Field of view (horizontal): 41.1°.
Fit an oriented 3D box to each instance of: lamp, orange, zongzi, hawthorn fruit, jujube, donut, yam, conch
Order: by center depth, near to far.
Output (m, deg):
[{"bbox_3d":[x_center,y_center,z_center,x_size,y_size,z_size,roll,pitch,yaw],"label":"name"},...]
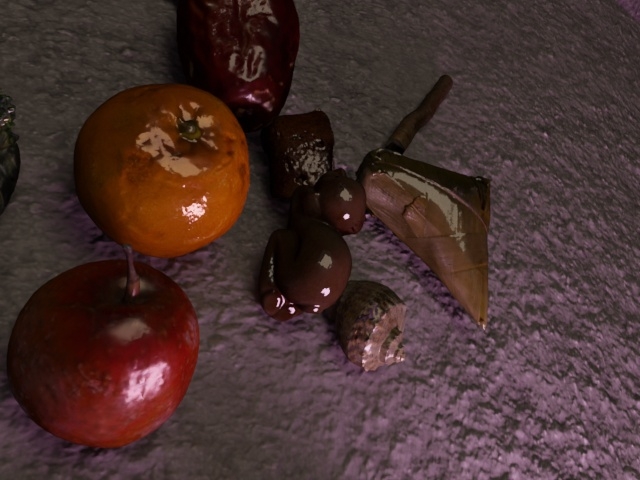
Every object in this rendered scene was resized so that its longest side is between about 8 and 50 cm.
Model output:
[{"bbox_3d":[-0.252,0.137,1.076,0.235,0.263,0.231,-13,86,-69],"label":"hawthorn fruit"},{"bbox_3d":[-0.476,-0.068,1.165,0.101,0.101,0.250,29,35,-13],"label":"lamp"},{"bbox_3d":[-0.233,-0.103,1.261,0.261,0.261,0.261,18,49,-22],"label":"orange"},{"bbox_3d":[0.073,0.128,1.411,0.207,0.130,0.155,41,5,30],"label":"conch"},{"bbox_3d":[-0.035,-0.156,1.513,0.126,0.144,0.187,-4,85,-13],"label":"donut"},{"bbox_3d":[-0.146,-0.348,1.526,0.223,0.223,0.318,12,56,-27],"label":"jujube"},{"bbox_3d":[0.186,-0.005,1.547,0.273,0.145,0.300,16,56,-19],"label":"zongzi"},{"bbox_3d":[0.217,-0.274,1.835,0.045,0.045,0.327,17,40,19],"label":"yam"}]

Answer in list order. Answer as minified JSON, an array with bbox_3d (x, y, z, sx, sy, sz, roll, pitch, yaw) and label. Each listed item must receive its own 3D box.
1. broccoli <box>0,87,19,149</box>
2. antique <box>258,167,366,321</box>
[{"bbox_3d":[-0.560,-0.200,1.061,0.375,0.249,0.302,6,40,7],"label":"broccoli"},{"bbox_3d":[0.000,0.000,1.361,0.121,0.143,0.257,39,56,-24],"label":"antique"}]
